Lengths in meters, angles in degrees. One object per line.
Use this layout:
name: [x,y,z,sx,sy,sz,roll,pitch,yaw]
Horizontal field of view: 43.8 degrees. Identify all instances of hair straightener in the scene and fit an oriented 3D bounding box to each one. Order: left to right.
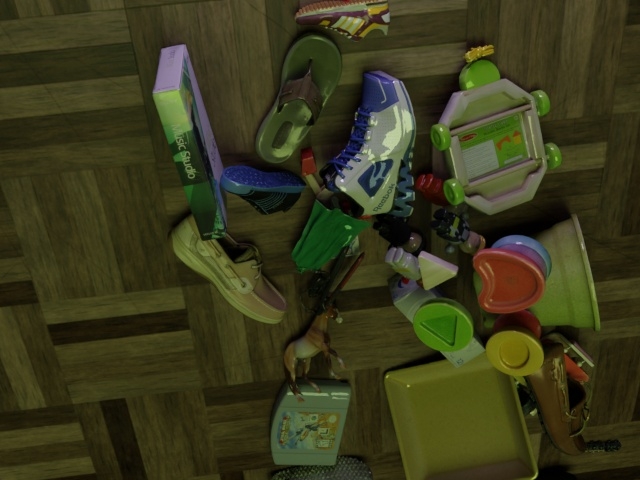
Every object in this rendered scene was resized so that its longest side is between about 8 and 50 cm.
hair straightener: [0.015,0.092,1.893,0.089,0.047,0.230,33,125,1]

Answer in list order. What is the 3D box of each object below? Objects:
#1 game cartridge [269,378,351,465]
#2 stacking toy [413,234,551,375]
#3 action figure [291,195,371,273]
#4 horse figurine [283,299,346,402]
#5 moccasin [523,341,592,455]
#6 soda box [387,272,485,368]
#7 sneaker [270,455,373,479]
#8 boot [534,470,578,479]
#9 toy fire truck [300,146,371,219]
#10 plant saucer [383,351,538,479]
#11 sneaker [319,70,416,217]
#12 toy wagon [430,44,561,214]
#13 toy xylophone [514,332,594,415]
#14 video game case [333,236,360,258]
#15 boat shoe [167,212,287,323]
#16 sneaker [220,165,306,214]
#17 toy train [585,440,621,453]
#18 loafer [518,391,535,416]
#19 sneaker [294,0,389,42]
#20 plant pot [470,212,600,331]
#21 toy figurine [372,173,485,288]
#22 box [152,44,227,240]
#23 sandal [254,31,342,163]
game cartridge: [-0.037,0.498,2.151,0.198,0.062,0.297,1,123,-13]
stacking toy: [0.349,0.116,1.696,0.280,0.130,0.308,9,124,19]
action figure: [0.000,0.000,1.796,0.137,0.063,0.232,26,131,-13]
horse figurine: [-0.023,0.287,1.969,0.066,0.174,0.263,1,144,-44]
moccasin: [0.621,0.405,2.032,0.147,0.139,0.380,-18,115,15]
soda box: [0.286,0.187,1.958,0.091,0.098,0.286,-36,120,15]
sneaker: [0.009,0.710,2.275,0.294,0.102,0.146,-9,128,5]
boot: [0.500,0.677,2.294,0.367,0.146,0.445,-34,116,13]
toy fire truck: [0.035,-0.121,1.753,0.135,0.047,0.192,-12,125,1]
plant saucer: [0.362,0.469,2.055,0.333,0.081,0.332,-16,80,19]
sneaker: [0.091,-0.176,1.632,0.182,0.127,0.315,-14,115,-17]
toy wagon: [0.357,-0.234,1.664,0.267,0.068,0.344,-20,104,-17]
toy xylophone: [0.583,0.377,2.130,0.236,0.081,0.322,32,114,-25]
video game case: [0.028,0.005,1.857,0.122,0.011,0.087,-10,124,-1]
boat shoe: [-0.186,0.065,1.804,0.110,0.121,0.341,-40,118,19]
sneaker: [-0.128,-0.098,1.679,0.232,0.081,0.090,2,128,-48]
toy train: [0.808,0.611,2.346,0.158,0.027,0.036,0,134,-8]
loafer: [0.491,0.468,2.094,0.170,0.062,0.061,-36,125,18]
sneaker: [0.044,-0.421,1.543,0.186,0.069,0.083,-8,119,-1]
plant pot: [0.489,0.094,1.846,0.254,0.276,0.276,-11,125,15]
toy figurine: [0.240,-0.013,1.754,0.148,0.209,0.213,34,114,-31]
box: [-0.248,-0.193,1.559,0.059,0.232,0.321,-14,124,2]
sandal: [-0.040,-0.276,1.617,0.120,0.086,0.302,16,120,-17]
